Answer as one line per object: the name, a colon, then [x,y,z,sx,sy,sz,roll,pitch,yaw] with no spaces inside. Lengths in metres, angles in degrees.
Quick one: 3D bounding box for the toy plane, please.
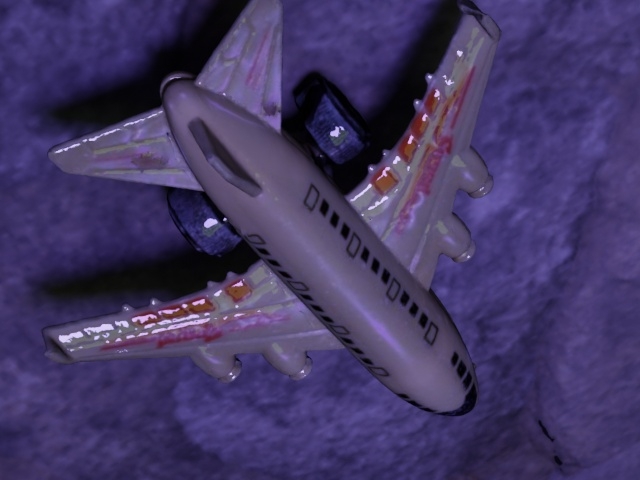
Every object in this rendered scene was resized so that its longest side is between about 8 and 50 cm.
toy plane: [0.000,0.000,0.805,0.229,0.092,0.244,-37,135,8]
